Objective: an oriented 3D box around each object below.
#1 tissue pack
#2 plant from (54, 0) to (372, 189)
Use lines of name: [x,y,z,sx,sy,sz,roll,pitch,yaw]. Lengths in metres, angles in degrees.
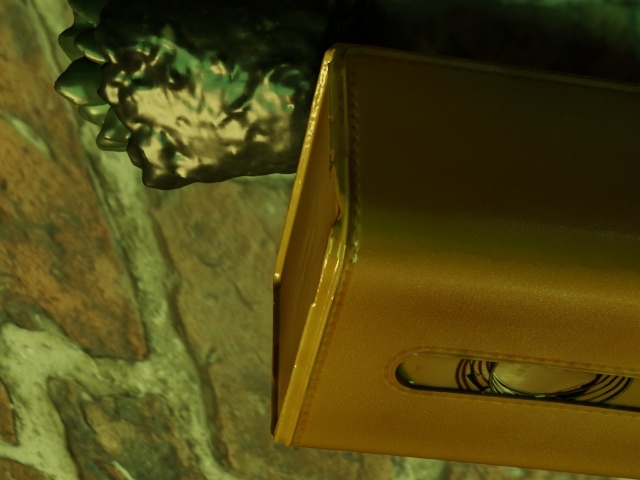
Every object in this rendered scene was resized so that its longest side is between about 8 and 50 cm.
tissue pack: [0.122,0.023,0.628,0.275,0.145,0.194,6,135,-8]
plant: [-0.073,-0.107,0.701,0.195,0.132,0.129,5,128,21]
